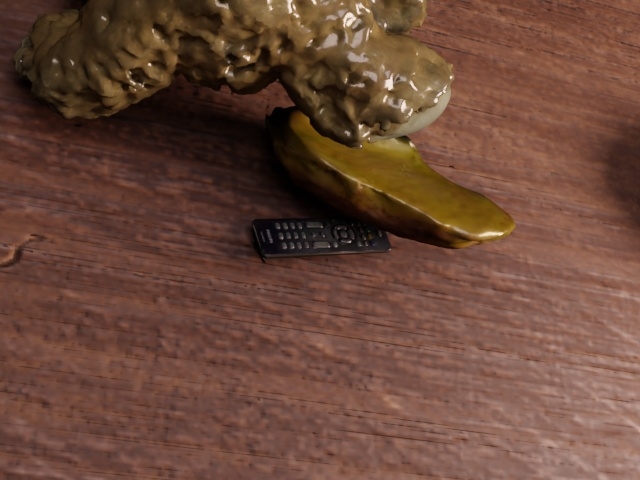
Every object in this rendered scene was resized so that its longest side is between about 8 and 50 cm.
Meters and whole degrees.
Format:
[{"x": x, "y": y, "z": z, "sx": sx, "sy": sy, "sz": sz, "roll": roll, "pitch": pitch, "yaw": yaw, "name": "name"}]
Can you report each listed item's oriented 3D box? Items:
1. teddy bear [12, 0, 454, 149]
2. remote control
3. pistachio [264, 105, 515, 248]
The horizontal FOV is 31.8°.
[{"x": -0.047, "y": -0.189, "z": 0.709, "sx": 0.267, "sy": 0.156, "sz": 0.256, "roll": 4, "pitch": 41, "yaw": 1, "name": "teddy bear"}, {"x": 0.000, "y": 0.000, "z": 0.721, "sx": 0.091, "sy": 0.016, "sz": 0.034, "roll": -2, "pitch": 50, "yaw": -23, "name": "remote control"}, {"x": 0.040, "y": -0.034, "z": 0.725, "sx": 0.173, "sy": 0.049, "sz": 0.089, "roll": 28, "pitch": 33, "yaw": 4, "name": "pistachio"}]
